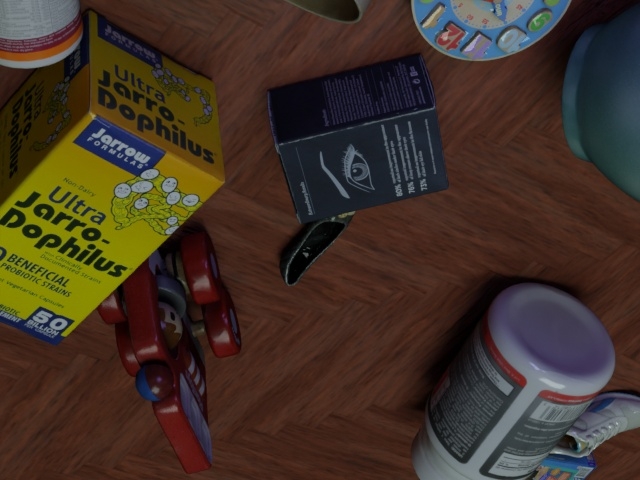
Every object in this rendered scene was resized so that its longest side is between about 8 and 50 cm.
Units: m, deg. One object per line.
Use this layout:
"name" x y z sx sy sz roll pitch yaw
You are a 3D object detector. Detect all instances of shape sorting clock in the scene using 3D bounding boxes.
"shape sorting clock" 0.209 -0.300 1.523 0.206 0.040 0.206 -6 137 -5

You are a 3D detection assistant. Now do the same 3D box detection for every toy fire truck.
"toy fire truck" -0.208 0.147 1.756 0.169 0.254 0.302 -13 137 2

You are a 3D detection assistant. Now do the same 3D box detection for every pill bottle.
"pill bottle" 0.289 0.255 2.000 0.210 0.210 0.363 10 134 -20
"pill bottle" -0.325 -0.304 1.356 0.121 0.121 0.221 -5 136 -6

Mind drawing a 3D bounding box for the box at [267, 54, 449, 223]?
"box" 0.049 -0.128 1.623 0.207 0.108 0.153 -12 137 2

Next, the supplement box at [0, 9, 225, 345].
"supplement box" -0.305 -0.067 1.555 0.194 0.195 0.356 27 125 -33

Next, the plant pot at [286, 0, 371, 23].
"plant pot" -0.029 -0.375 1.265 0.284 0.284 0.191 35 87 -37

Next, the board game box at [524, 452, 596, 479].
"board game box" 0.370 0.424 2.310 0.210 0.047 0.160 13 133 -23

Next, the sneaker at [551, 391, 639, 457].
"sneaker" 0.464 0.325 2.193 0.228 0.092 0.087 -7 135 -5

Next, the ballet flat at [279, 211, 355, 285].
"ballet flat" 0.000 0.000 1.791 0.057 0.049 0.173 18 130 -28

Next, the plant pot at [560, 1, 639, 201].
"plant pot" 0.417 -0.172 1.545 0.196 0.293 0.293 10 150 37
